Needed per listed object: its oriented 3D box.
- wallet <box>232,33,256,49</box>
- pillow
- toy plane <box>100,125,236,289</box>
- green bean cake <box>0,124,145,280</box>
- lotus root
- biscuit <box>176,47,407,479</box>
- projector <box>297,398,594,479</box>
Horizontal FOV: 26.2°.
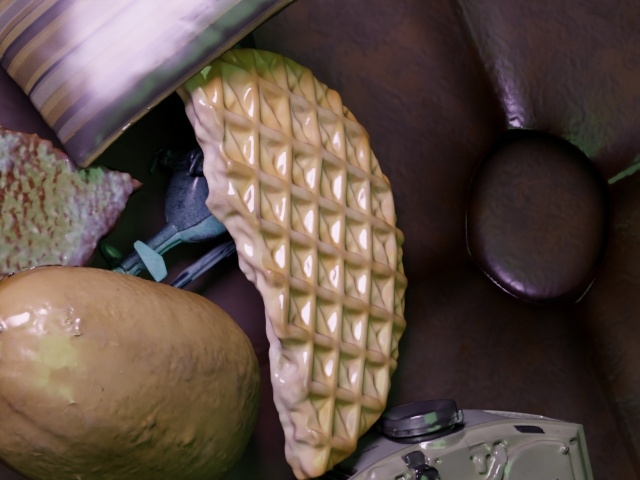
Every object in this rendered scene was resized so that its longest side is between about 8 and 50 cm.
[{"bbox_3d":[-0.161,-0.268,1.004,0.170,0.044,0.321,-18,93,-29],"label":"wallet"},{"bbox_3d":[-0.140,-0.187,0.921,0.208,0.052,0.212,-39,77,-5],"label":"pillow"},{"bbox_3d":[-0.089,-0.022,1.010,0.235,0.060,0.096,-41,116,-29],"label":"toy plane"},{"bbox_3d":[-0.260,-0.030,0.898,0.233,0.097,0.198,36,71,-19],"label":"green bean cake"},{"bbox_3d":[-0.121,0.095,0.868,0.146,0.131,0.303,-49,151,5],"label":"lotus root"},{"bbox_3d":[0.000,0.000,1.008,0.204,0.040,0.308,-31,108,-54],"label":"biscuit"},{"bbox_3d":[0.098,0.222,1.057,0.270,0.088,0.193,-14,94,-27],"label":"projector"}]
